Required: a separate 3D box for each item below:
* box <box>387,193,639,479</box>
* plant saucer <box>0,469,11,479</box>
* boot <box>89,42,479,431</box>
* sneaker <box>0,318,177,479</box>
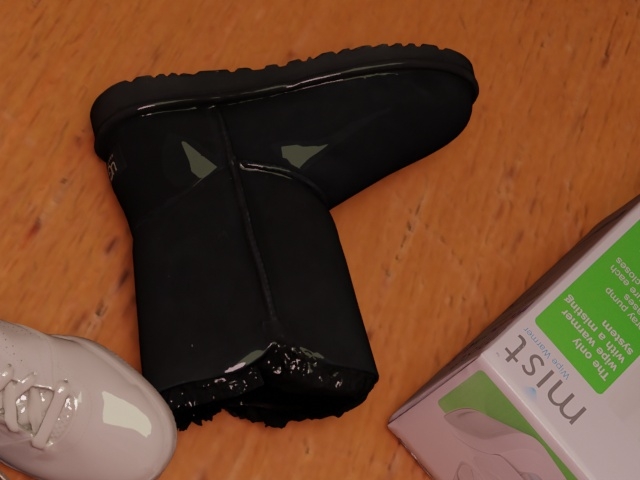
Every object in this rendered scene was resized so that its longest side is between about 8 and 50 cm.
[{"bbox_3d":[0.213,0.124,1.013,0.231,0.127,0.262,-37,86,-35],"label":"box"},{"bbox_3d":[-0.225,0.184,0.834,0.198,0.036,0.199,11,61,-20],"label":"plant saucer"},{"bbox_3d":[0.000,0.000,0.989,0.246,0.094,0.207,-8,66,-20],"label":"boot"},{"bbox_3d":[-0.174,0.069,0.865,0.212,0.094,0.080,28,91,0],"label":"sneaker"}]
